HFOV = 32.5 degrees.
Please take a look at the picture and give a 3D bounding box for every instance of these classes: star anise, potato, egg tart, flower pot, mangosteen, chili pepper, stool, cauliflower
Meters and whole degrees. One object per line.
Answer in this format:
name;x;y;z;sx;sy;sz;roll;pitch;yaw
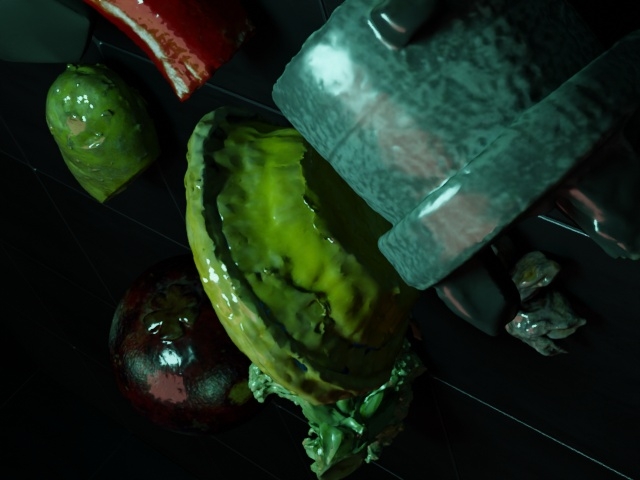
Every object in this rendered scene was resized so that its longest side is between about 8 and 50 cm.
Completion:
star anise;0.206;0.049;1.271;0.212;0.073;0.197;24;151;34
potato;-0.323;-0.155;1.660;0.176;0.141;0.298;48;166;19
egg tart;0.000;0.000;1.268;0.169;0.388;0.388;-30;111;26
flower pot;0.149;-0.101;0.885;0.283;0.299;0.299;51;156;1
mangosteen;-0.187;0.185;1.835;0.306;0.306;0.359;28;163;29
chili pepper;-0.226;-0.317;1.225;0.338;0.134;0.131;43;159;-10
stool;-0.376;-0.325;1.365;0.232;0.141;0.232;9;161;3
cauliflower;0.029;0.232;1.618;0.275;0.250;0.272;23;134;-22
